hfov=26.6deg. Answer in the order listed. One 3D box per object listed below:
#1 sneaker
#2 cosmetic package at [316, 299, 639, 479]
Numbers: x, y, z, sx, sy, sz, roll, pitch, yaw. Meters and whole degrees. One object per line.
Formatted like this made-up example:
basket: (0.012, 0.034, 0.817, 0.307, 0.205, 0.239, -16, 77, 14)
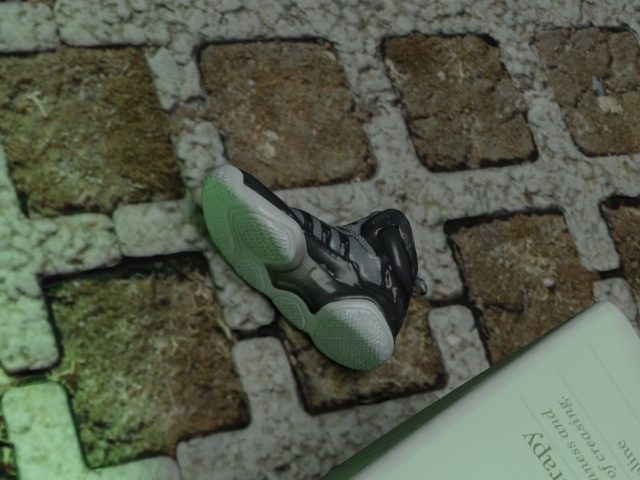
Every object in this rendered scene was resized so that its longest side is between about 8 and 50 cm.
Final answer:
sneaker: (0.000, 0.000, 1.426, 0.268, 0.101, 0.153, 47, 52, -8)
cosmetic package: (0.138, 0.319, 1.199, 0.393, 0.327, 0.329, -30, 83, -35)
